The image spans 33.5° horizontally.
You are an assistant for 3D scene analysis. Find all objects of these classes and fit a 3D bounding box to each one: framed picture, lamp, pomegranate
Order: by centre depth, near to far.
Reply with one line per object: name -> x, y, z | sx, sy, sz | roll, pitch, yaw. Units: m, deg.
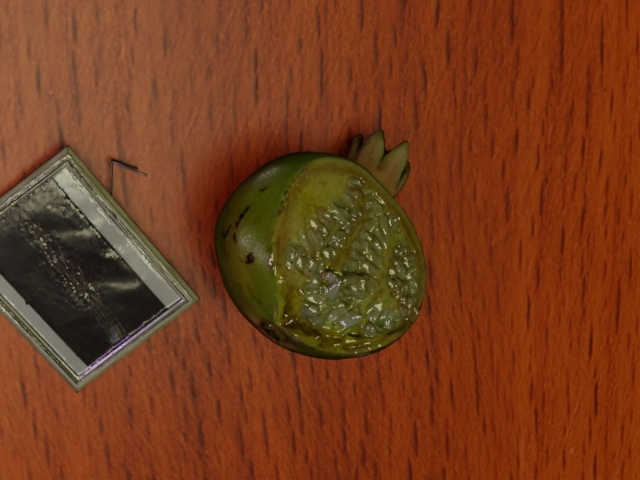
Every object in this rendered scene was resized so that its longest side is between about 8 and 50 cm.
framed picture -> -0.345, 0.048, 1.482 | 0.231, 0.018, 0.293 | -38, 111, 2
lamp -> -0.286, -0.050, 1.496 | 0.054, 0.041, 0.121 | 17, 99, -13
pomegranate -> 0.000, 0.000, 1.525 | 0.310, 0.216, 0.358 | 42, 56, -21
